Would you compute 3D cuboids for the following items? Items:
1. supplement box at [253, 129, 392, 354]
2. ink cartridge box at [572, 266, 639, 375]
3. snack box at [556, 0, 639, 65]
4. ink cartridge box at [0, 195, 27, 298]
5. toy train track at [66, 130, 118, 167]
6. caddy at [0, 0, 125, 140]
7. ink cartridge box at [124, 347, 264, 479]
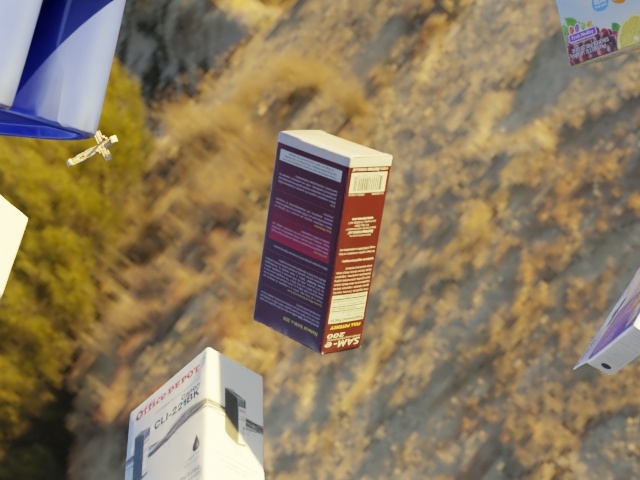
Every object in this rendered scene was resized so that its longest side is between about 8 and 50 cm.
[{"bbox_3d":[0.000,0.000,1.618,0.130,0.073,0.239,24,111,43],"label":"supplement box"},{"bbox_3d":[0.440,0.082,1.827,0.206,0.045,0.208,-51,-3,-24],"label":"ink cartridge box"},{"bbox_3d":[0.398,-0.335,1.759,0.070,0.174,0.207,-11,-1,-38],"label":"snack box"},{"bbox_3d":[-0.418,0.043,1.301,0.171,0.168,0.233,-27,36,29],"label":"ink cartridge box"},{"bbox_3d":[-0.335,-0.131,1.994,0.083,0.048,0.014,-28,-13,7],"label":"toy train track"},{"bbox_3d":[-0.289,-0.178,0.928,0.241,0.341,0.179,13,-95,-71],"label":"caddy"},{"bbox_3d":[-0.184,0.322,1.982,0.197,0.114,0.273,-41,31,27],"label":"ink cartridge box"}]
